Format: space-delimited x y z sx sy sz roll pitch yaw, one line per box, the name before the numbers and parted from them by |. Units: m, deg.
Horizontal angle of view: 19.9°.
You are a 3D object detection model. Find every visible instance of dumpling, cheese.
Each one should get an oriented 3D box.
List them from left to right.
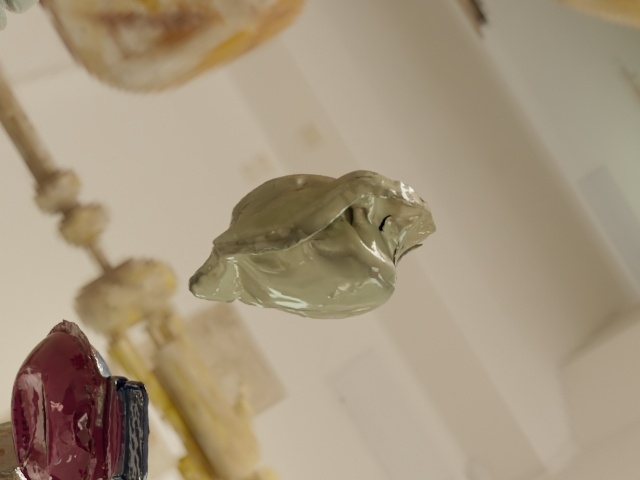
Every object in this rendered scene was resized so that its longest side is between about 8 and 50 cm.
cheese | -0.179 0.137 1.380 0.062 0.155 0.244 0 179 -30
dumpling | 0.000 0.000 1.351 0.199 0.118 0.136 -17 164 -20

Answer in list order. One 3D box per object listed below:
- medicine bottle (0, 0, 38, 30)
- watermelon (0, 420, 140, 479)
medicine bottle | -0.211 -0.282 1.273 0.332 0.190 0.190 -43 179 -8
watermelon | -0.267 0.269 1.662 0.256 0.260 0.176 -29 -175 -18
